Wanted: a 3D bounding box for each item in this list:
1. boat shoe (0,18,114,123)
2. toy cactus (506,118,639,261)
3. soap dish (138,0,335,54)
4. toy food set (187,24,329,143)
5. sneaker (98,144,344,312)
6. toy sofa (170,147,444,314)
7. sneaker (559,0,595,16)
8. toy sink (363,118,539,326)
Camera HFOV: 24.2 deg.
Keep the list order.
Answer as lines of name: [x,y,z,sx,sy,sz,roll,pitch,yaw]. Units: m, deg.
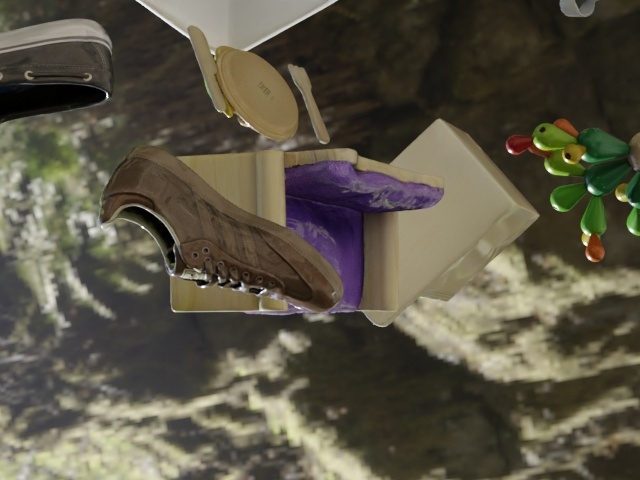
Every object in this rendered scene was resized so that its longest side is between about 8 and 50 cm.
boat shoe: [-0.277,-0.114,1.213,0.080,0.228,0.076,91,164,-63]
toy cactus: [0.323,-0.074,1.624,0.219,0.180,0.112,43,-144,-26]
soap dish: [-0.122,-0.348,1.700,0.291,0.229,0.118,31,-135,-43]
toy food set: [-0.077,-0.163,1.680,0.192,0.038,0.132,14,-132,-47]
sneaker: [-0.075,0.010,1.078,0.188,0.066,0.071,33,-118,-4]
toy sofa: [0.000,0.000,1.506,0.362,0.177,0.150,7,-98,-70]
sneaker: [0.292,-0.423,1.612,0.210,0.137,0.365,-26,-74,-34]
toy sink: [0.134,-0.013,1.900,0.153,0.234,0.131,50,-167,20]
